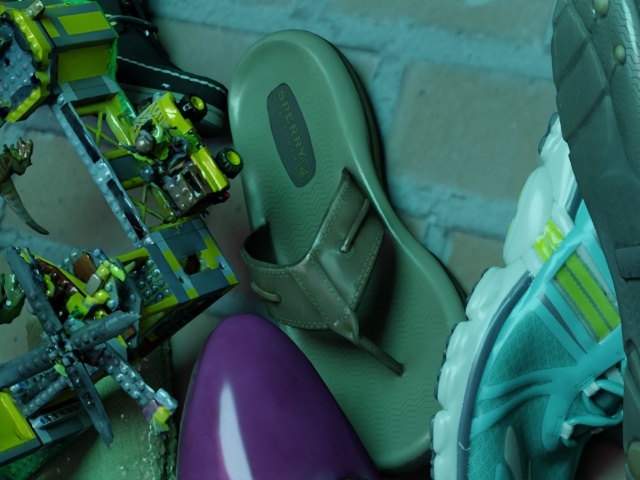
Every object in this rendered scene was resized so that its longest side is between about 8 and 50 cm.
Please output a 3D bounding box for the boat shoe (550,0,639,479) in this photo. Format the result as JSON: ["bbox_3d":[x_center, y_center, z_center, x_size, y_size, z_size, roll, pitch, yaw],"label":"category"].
[{"bbox_3d":[0.196,0.040,0.772,0.132,0.130,0.355,-167,65,-79],"label":"boat shoe"}]

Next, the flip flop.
[{"bbox_3d":[0.000,0.000,0.993,0.112,0.080,0.277,-33,60,27],"label":"flip flop"}]

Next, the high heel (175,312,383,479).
[{"bbox_3d":[0.058,0.193,0.850,0.181,0.127,0.377,-27,79,40],"label":"high heel"}]

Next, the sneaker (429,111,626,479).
[{"bbox_3d":[0.133,0.037,0.869,0.110,0.107,0.275,23,93,29],"label":"sneaker"}]

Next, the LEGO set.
[{"bbox_3d":[-0.216,0.029,0.992,0.331,0.192,0.255,-29,84,34],"label":"LEGO set"}]

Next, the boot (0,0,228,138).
[{"bbox_3d":[-0.124,-0.167,1.141,0.236,0.085,0.179,21,88,41],"label":"boot"}]

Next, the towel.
[{"bbox_3d":[-0.129,0.096,1.104,0.110,0.027,0.148,-21,64,32],"label":"towel"}]
